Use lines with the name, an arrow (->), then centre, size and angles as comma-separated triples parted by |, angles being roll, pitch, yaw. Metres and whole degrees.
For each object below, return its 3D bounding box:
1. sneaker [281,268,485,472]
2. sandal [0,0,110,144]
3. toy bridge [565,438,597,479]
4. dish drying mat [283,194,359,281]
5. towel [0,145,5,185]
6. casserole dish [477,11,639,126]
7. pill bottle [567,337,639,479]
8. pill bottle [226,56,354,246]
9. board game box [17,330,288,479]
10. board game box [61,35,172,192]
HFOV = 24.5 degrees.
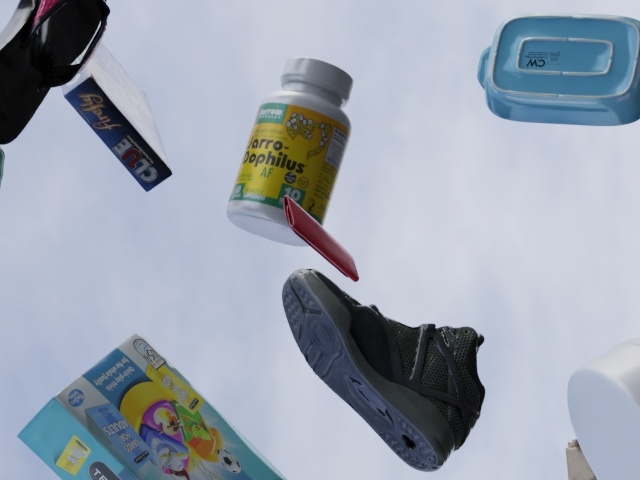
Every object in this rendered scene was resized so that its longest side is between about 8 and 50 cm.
sneaker -> 0.068, 0.101, 1.411 | 0.130, 0.227, 0.087 | -38, -12, -36
sandal -> -0.161, -0.127, 0.908 | 0.067, 0.040, 0.179 | 63, -145, -40
toy bridge -> 0.262, 0.187, 1.286 | 0.188, 0.026, 0.063 | 23, -121, -52
dish drying mat -> 0.000, 0.000, 1.063 | 0.083, 0.008, 0.032 | 40, -154, -42
towel -> -0.436, -0.090, 1.526 | 0.038, 0.325, 0.248 | -18, -39, -39
casserole dish -> 0.238, -0.170, 1.419 | 0.037, 0.188, 0.114 | 42, -123, -61
pill bottle -> 0.340, 0.078, 1.036 | 0.318, 0.176, 0.176 | -25, -62, -16
pill bottle -> -0.029, -0.108, 1.768 | 0.117, 0.117, 0.208 | 34, -110, -52
board game box -> -0.170, 0.284, 1.776 | 0.336, 0.079, 0.254 | 44, -159, 1
board game box -> -0.264, -0.179, 1.839 | 0.165, 0.042, 0.243 | 51, -173, -30
